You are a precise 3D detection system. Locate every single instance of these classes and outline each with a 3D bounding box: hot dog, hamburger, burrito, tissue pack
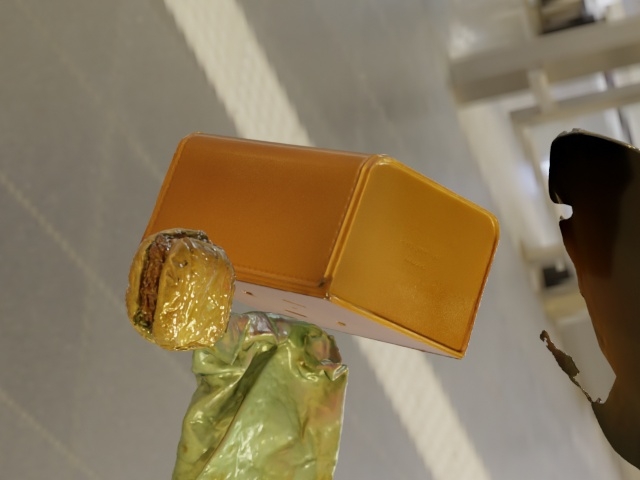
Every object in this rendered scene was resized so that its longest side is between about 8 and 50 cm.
[{"bbox_3d":[0.309,0.049,1.623,0.107,0.194,0.326,-23,119,-40],"label":"hot dog"},{"bbox_3d":[-0.085,0.029,1.076,0.083,0.044,0.076,20,83,-59],"label":"hamburger"},{"bbox_3d":[-0.053,0.166,1.311,0.144,0.089,0.229,7,94,-33],"label":"burrito"},{"bbox_3d":[0.000,0.000,1.646,0.194,0.274,0.145,28,79,-42],"label":"tissue pack"}]
